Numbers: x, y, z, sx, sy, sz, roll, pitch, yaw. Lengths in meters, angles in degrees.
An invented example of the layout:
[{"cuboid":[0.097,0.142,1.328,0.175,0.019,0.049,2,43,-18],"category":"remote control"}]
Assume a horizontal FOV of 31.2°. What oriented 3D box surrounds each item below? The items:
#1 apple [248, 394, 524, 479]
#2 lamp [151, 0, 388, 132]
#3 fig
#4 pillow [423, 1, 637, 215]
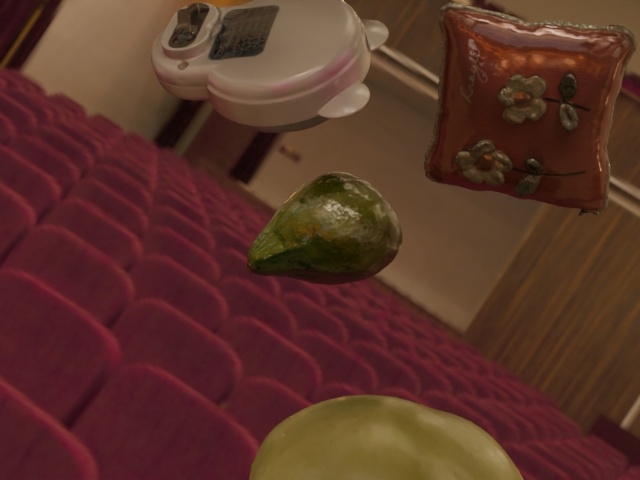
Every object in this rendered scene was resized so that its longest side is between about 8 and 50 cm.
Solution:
[{"cuboid":[0.047,0.279,0.999,0.292,0.292,0.254,34,36,-48],"category":"apple"},{"cuboid":[-0.058,-0.184,1.218,0.246,0.179,0.108,5,-46,14],"category":"lamp"},{"cuboid":[0.000,0.000,1.189,0.123,0.156,0.123,49,-20,25],"category":"fig"},{"cuboid":[0.178,-0.111,1.004,0.171,0.179,0.075,10,33,12],"category":"pillow"}]
